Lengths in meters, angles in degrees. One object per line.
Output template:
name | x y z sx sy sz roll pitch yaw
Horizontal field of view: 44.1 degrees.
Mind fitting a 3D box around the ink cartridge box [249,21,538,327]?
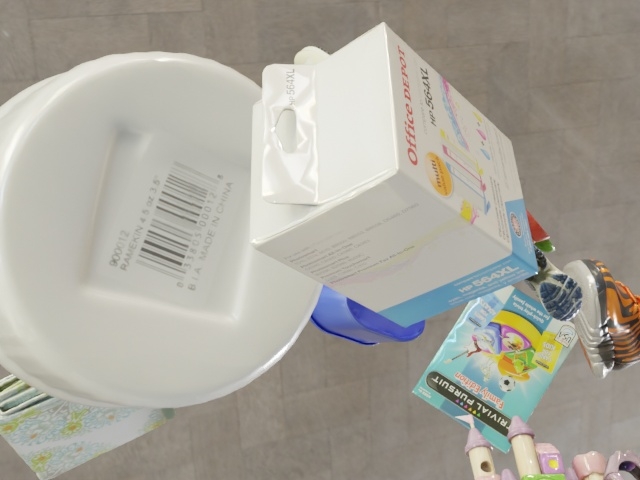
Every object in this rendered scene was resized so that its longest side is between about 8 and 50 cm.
ink cartridge box | 0.032 -0.030 0.406 0.090 0.092 0.143 -26 142 32

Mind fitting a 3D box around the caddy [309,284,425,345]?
caddy | 0.101 0.114 1.845 0.341 0.179 0.241 24 72 -39

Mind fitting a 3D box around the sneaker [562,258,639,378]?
sneaker | 0.483 0.098 1.218 0.180 0.124 0.321 -21 147 11

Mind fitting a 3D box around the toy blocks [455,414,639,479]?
toy blocks | 0.420 0.437 1.497 0.288 0.260 0.309 0 139 -4

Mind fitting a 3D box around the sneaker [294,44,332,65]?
sneaker | 0.004 -0.188 0.997 0.075 0.161 0.057 -45 143 -8

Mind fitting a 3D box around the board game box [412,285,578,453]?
board game box | 0.410 0.282 1.848 0.254 0.079 0.336 32 87 10

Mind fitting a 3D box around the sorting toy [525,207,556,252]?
sorting toy | 0.417 0.003 1.697 0.126 0.127 0.365 -40 161 10

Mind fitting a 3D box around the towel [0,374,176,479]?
towel | -0.468 0.335 1.605 0.320 0.090 0.374 -22 148 -15

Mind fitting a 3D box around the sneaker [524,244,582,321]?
sneaker | 0.282 0.045 1.004 0.052 0.058 0.135 -40 107 6

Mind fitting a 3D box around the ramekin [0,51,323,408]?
ramekin | -0.126 -0.006 0.591 0.277 0.135 0.277 1 87 -29
